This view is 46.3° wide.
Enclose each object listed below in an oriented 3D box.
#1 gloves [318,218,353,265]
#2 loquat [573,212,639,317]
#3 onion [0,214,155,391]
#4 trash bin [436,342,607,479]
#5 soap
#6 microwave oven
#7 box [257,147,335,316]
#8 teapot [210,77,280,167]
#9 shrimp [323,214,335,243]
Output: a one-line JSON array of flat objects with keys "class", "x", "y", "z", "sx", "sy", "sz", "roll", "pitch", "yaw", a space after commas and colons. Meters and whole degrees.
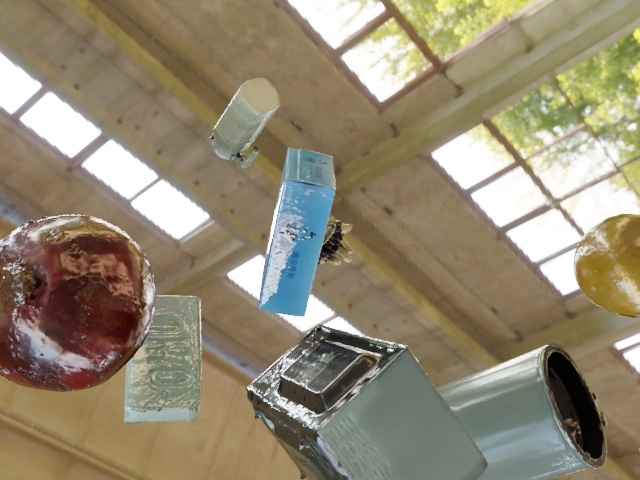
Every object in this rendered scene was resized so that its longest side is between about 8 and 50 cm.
[{"class": "gloves", "x": 0.000, "y": 0.000, "z": 1.984, "sx": 0.203, "sy": 0.164, "sz": 0.124, "roll": 26, "pitch": -154, "yaw": -39}, {"class": "loquat", "x": 0.759, "y": 0.067, "z": 1.837, "sx": 0.263, "sy": 0.263, "sz": 0.263, "roll": 39, "pitch": -145, "yaw": -34}, {"class": "onion", "x": -0.386, "y": 0.093, "z": 1.118, "sx": 0.276, "sy": 0.276, "sz": 0.276, "roll": 39, "pitch": -145, "yaw": -34}, {"class": "trash bin", "x": 0.337, "y": 0.331, "z": 1.338, "sx": 0.277, "sy": 0.262, "sz": 0.217, "roll": 25, "pitch": -134, "yaw": -45}, {"class": "soap", "x": -0.315, "y": 0.237, "z": 1.503, "sx": 0.150, "sy": 0.094, "sz": 0.261, "roll": 0, "pitch": -126, "yaw": -10}, {"class": "microwave oven", "x": 0.044, "y": 0.265, "z": 1.058, "sx": 0.181, "sy": 0.295, "sz": 0.237, "roll": -40, "pitch": -76, "yaw": -18}, {"class": "box", "x": -0.039, "y": -0.014, "z": 1.192, "sx": 0.083, "sy": 0.232, "sz": 0.142, "roll": 9, "pitch": -154, "yaw": -6}, {"class": "teapot", "x": -0.146, "y": -0.223, "z": 1.490, "sx": 0.077, "sy": 0.200, "sz": 0.107, "roll": -31, "pitch": -96, "yaw": -35}, {"class": "shrimp", "x": -0.038, "y": -0.030, "z": 1.466, "sx": 0.190, "sy": 0.101, "sz": 0.042, "roll": 32, "pitch": 159, "yaw": 52}]
